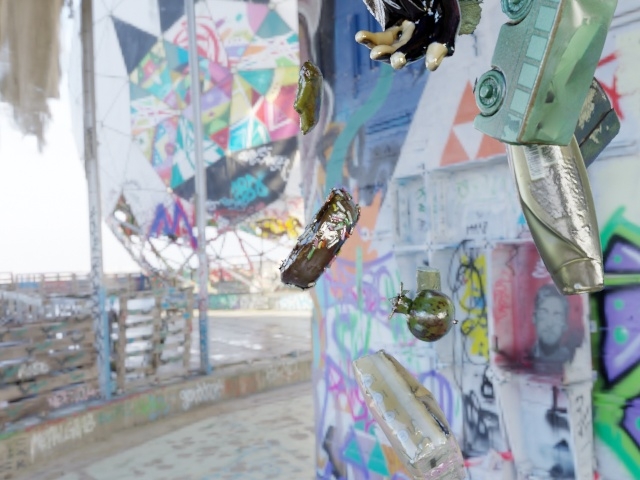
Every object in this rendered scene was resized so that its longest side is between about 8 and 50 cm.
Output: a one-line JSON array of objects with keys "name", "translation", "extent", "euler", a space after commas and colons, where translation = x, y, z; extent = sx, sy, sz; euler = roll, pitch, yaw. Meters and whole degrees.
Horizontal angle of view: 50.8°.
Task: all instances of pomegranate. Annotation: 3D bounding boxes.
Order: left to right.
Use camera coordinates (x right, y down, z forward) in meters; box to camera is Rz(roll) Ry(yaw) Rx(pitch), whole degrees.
[{"name": "pomegranate", "translation": [0.267, 0.181, 1.734], "extent": [0.169, 0.148, 0.148], "euler": [32, -5, -6]}]

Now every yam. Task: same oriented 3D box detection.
[{"name": "yam", "translation": [0.308, 0.154, 1.917], "extent": [0.078, 0.179, 0.078], "euler": [-6, 19, 2]}]

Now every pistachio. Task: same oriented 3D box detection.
[{"name": "pistachio", "translation": [-0.019, -0.295, 1.432], "extent": [0.049, 0.172, 0.089], "euler": [20, 44, 24]}]

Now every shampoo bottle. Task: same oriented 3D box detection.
[{"name": "shampoo bottle", "translation": [0.430, -0.072, 1.228], "extent": [0.126, 0.349, 0.084], "euler": [-16, -3, 5]}]

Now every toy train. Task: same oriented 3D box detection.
[{"name": "toy train", "translation": [0.353, -0.301, 1.068], "extent": [0.129, 0.326, 0.159], "euler": [-1, 26, -28]}]

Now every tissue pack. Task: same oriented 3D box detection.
[{"name": "tissue pack", "translation": [0.180, 0.362, 1.365], "extent": [0.123, 0.215, 0.256], "euler": [-29, 45, -6]}]

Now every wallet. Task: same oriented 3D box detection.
[{"name": "wallet", "translation": [0.589, -0.238, 1.582], "extent": [0.321, 0.170, 0.044], "euler": [-43, 13, -20]}]

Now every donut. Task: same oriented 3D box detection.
[{"name": "donut", "translation": [0.000, 0.000, 1.580], "extent": [0.103, 0.269, 0.270], "euler": [35, -4, -3]}]

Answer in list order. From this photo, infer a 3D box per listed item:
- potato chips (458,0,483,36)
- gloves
[{"name": "potato chips", "translation": [0.352, -0.591, 1.807], "extent": [0.142, 0.026, 0.209], "euler": [26, -25, -15]}, {"name": "gloves", "translation": [0.142, -0.382, 1.082], "extent": [0.153, 0.300, 0.197], "euler": [7, -33, -8]}]
